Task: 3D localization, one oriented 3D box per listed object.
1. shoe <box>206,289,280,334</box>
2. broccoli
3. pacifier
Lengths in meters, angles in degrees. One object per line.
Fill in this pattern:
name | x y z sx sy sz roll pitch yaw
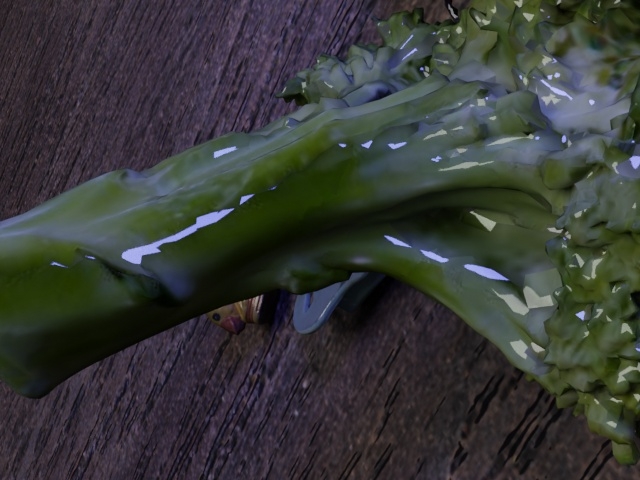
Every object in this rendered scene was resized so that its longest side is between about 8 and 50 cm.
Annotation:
shoe | -0.071 0.032 0.891 0.069 0.072 0.109 15 100 17
broccoli | 0.046 -0.011 0.479 0.353 0.397 0.275 -14 94 48
pacifier | 0.000 0.000 0.762 0.150 0.116 0.127 -50 18 40
